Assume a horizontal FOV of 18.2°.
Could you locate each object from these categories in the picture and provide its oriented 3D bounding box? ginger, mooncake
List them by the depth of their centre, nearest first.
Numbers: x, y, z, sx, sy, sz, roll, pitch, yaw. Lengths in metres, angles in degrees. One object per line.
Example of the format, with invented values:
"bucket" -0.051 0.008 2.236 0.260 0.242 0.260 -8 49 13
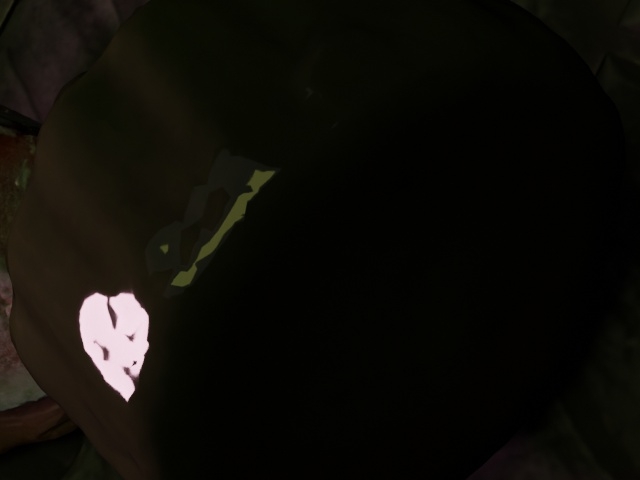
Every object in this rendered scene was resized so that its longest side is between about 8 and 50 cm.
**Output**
"mooncake" 0.000 0.000 1.153 0.356 0.356 0.194 -50 53 5
"ginger" -0.209 0.114 1.411 0.173 0.051 0.069 -14 54 17

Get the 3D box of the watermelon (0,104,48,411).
"watermelon" -0.247 -0.004 1.354 0.289 0.213 0.320 -42 48 -11
